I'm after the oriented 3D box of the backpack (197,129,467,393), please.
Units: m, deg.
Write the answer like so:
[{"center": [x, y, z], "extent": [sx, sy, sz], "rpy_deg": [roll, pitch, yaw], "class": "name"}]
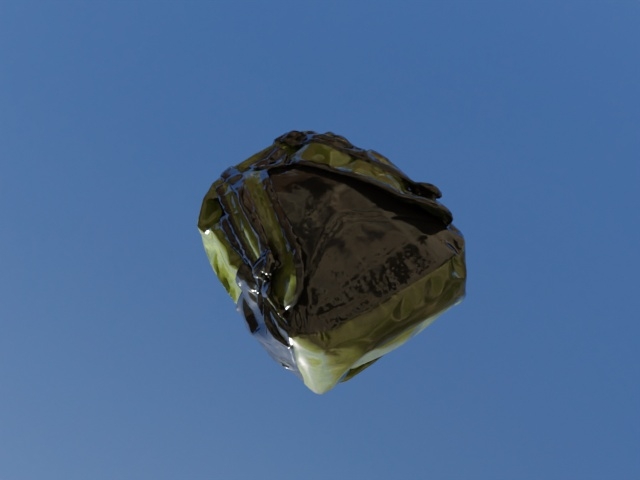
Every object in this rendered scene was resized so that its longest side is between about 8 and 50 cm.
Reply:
[{"center": [0.000, 0.000, 0.767], "extent": [0.207, 0.140, 0.253], "rpy_deg": [-30, -128, -20], "class": "backpack"}]
